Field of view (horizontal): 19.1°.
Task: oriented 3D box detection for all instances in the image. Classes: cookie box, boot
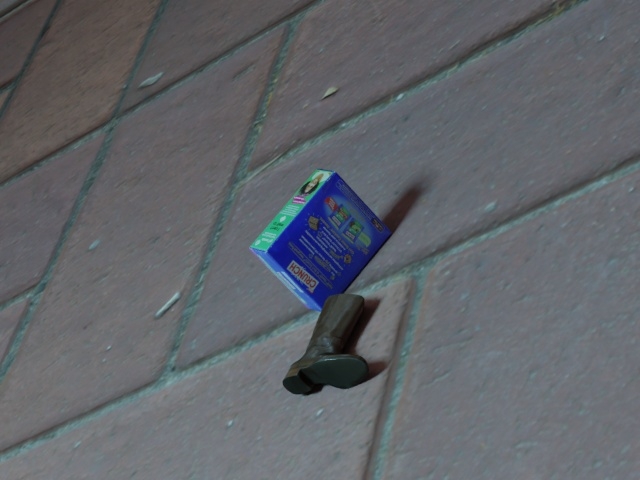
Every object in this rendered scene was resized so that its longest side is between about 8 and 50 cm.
[{"bbox_3d":[0.000,0.000,1.848,0.107,0.092,0.040,-50,23,-15],"label":"cookie box"},{"bbox_3d":[0.023,0.086,1.751,0.106,0.037,0.114,-13,33,43],"label":"boot"}]
